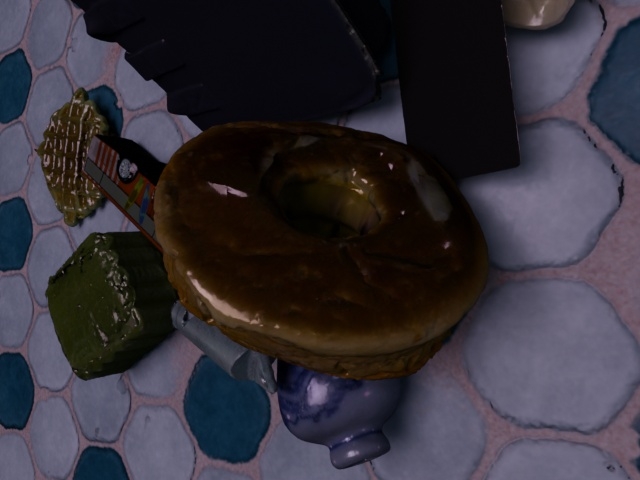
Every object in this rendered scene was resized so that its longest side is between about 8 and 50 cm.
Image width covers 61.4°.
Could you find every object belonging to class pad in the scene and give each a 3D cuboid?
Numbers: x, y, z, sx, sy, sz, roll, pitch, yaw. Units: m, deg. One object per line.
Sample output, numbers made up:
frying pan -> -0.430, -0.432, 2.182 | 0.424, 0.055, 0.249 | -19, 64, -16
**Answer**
pad -> 0.139, -0.198, 0.588 | 0.160, 0.009, 0.264 | -5, 92, 57

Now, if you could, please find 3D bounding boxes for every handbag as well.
handbag -> -0.115, -0.272, 0.641 | 0.329, 0.303, 0.121 | -8, 54, 35

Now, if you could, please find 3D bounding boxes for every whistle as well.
whistle -> -0.127, 0.121, 0.685 | 0.312, 0.062, 0.062 | 8, 92, 62

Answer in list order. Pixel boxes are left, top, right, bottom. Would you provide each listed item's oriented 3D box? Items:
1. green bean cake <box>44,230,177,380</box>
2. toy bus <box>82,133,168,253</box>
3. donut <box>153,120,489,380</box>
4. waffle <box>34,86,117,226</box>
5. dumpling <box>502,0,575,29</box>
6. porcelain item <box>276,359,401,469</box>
green bean cake -> -0.340, 0.104, 0.878 | 0.214, 0.113, 0.200 | -42, 65, 24
toy bus -> -0.222, -0.042, 0.820 | 0.409, 0.093, 0.092 | 38, 108, 30
donut -> 0.000, 0.000, 0.565 | 0.330, 0.330, 0.160 | 51, 151, 25
waffle -> -0.454, -0.152, 1.005 | 0.208, 0.054, 0.214 | -38, 73, 22
dumpling -> 0.223, -0.280, 0.534 | 0.169, 0.100, 0.134 | 4, 93, 35
porcelain item -> 0.007, 0.130, 0.639 | 0.141, 0.141, 0.259 | -35, 59, 27
